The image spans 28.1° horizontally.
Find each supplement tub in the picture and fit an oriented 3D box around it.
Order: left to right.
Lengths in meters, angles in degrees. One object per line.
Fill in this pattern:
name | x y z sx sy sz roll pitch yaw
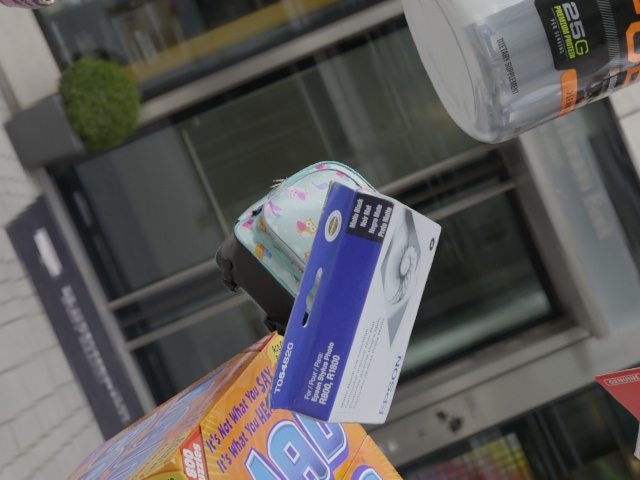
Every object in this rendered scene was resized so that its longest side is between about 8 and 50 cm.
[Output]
supplement tub | 0.263 -0.245 1.217 0.207 0.338 0.207 155 -90 -85

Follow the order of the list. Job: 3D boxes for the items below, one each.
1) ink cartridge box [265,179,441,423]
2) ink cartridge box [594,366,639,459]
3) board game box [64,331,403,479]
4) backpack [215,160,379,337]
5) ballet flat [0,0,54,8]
ink cartridge box | 0.040 0.068 1.241 0.224 0.045 0.223 18 88 -66
ink cartridge box | 0.570 0.259 1.791 0.261 0.296 0.066 40 51 -28
board game box | -0.123 0.390 1.522 0.356 0.356 0.356 53 25 -5
backpack | 0.000 0.000 1.432 0.166 0.188 0.144 44 -42 5
ballet flat | -0.224 -0.285 0.991 0.077 0.079 0.221 -57 158 -60
